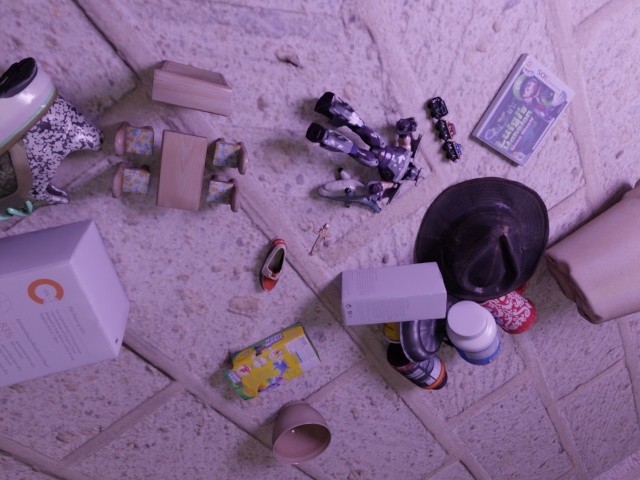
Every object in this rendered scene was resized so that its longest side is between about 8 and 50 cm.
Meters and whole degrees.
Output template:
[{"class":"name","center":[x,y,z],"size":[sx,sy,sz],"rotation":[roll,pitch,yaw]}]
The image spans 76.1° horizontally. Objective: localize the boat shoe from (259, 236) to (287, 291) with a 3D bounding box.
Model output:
[{"class":"boat shoe","center":[-0.104,0.060,0.912],"size":[0.049,0.043,0.137],"rotation":[8,116,-23]}]

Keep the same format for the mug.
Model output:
[{"class":"mug","center":[0.495,0.158,1.132],"size":[0.169,0.150,0.113],"rotation":[31,142,-24]}]

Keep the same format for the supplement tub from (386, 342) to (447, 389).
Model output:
[{"class":"supplement tub","center":[0.280,0.351,1.153],"size":[0.106,0.106,0.198],"rotation":[-43,121,8]}]

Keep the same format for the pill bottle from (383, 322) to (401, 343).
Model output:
[{"class":"pill bottle","center":[0.201,0.206,1.072],"size":[0.065,0.065,0.117],"rotation":[-5,118,-14]}]

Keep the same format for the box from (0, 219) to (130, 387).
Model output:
[{"class":"box","center":[-0.562,0.124,0.731],"size":[0.344,0.168,0.215],"rotation":[-13,120,-10]}]

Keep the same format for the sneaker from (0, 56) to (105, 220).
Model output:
[{"class":"sneaker","center":[-0.513,-0.080,0.659],"size":[0.410,0.158,0.182],"rotation":[-41,133,11]}]

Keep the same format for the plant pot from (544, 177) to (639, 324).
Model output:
[{"class":"plant pot","center":[0.780,0.052,1.047],"size":[0.305,0.334,0.334],"rotation":[-31,123,14]}]

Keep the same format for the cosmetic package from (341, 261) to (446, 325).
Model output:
[{"class":"cosmetic package","center":[0.165,0.124,0.951],"size":[0.230,0.117,0.086],"rotation":[-5,122,8]}]

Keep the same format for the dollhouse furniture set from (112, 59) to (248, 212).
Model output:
[{"class":"dollhouse furniture set","center":[-0.227,-0.156,0.686],"size":[0.211,0.161,0.242],"rotation":[6,115,-20]}]

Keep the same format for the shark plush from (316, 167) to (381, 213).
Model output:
[{"class":"shark plush","center":[0.070,-0.099,0.892],"size":[0.161,0.073,0.067],"rotation":[10,136,-44]}]

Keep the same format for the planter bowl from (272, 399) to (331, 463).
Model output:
[{"class":"planter bowl","center":[-0.061,0.519,1.135],"size":[0.161,0.109,0.162],"rotation":[-7,119,-14]}]

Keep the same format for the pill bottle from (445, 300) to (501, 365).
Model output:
[{"class":"pill bottle","center":[0.400,0.240,1.073],"size":[0.124,0.124,0.221],"rotation":[-36,139,4]}]

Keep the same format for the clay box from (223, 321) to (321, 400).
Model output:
[{"class":"clay box","center":[-0.122,0.309,1.035],"size":[0.221,0.053,0.128],"rotation":[-25,122,-2]}]

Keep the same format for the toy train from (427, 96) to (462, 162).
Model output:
[{"class":"toy train","center":[0.271,-0.236,0.878],"size":[0.036,0.027,0.158],"rotation":[-37,122,-8]}]

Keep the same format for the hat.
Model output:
[{"class":"hat","center":[0.378,0.027,0.941],"size":[0.330,0.134,0.332],"rotation":[4,115,9]}]

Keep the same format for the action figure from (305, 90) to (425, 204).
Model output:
[{"class":"action figure","center":[0.108,-0.174,0.810],"size":[0.284,0.099,0.186],"rotation":[22,86,-30]}]

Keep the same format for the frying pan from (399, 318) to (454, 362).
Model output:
[{"class":"frying pan","center":[0.300,0.263,1.084],"size":[0.326,0.053,0.197],"rotation":[54,54,-30]}]

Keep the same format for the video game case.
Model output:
[{"class":"video game case","center":[0.454,-0.282,0.911],"size":[0.173,0.022,0.191],"rotation":[21,110,-26]}]

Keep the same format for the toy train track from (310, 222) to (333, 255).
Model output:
[{"class":"toy train track","center":[0.000,0.000,0.928],"size":[0.048,0.014,0.083],"rotation":[18,111,-25]}]
